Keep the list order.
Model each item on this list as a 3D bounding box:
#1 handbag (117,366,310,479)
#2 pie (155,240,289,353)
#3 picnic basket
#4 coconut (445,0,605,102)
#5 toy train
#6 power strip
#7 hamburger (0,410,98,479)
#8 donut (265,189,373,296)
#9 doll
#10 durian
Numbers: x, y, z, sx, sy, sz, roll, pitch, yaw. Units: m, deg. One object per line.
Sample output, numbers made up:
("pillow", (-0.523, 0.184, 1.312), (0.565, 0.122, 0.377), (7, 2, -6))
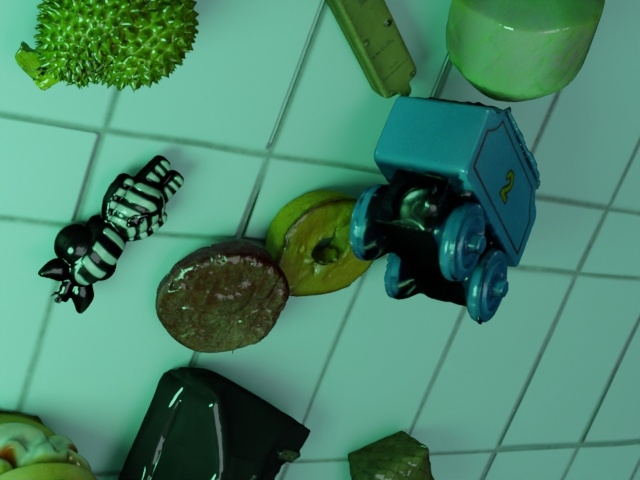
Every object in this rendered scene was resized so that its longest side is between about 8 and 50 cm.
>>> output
("handbag", (-0.152, 0.364, 1.721), (0.288, 0.152, 0.342), (20, 94, -52))
("pie", (-0.130, 0.078, 1.599), (0.182, 0.049, 0.182), (-9, 128, -12))
("picnic basket", (0.124, 0.422, 1.993), (0.138, 0.128, 0.178), (-18, 109, -26))
("coconut", (0.273, -0.304, 1.600), (0.236, 0.204, 0.236), (-14, 138, -12))
("toy train", (0.180, -0.049, 1.656), (0.265, 0.188, 0.300), (-66, 149, -18))
("power strip", (0.052, -0.296, 1.544), (0.064, 0.044, 0.305), (-42, 136, -9))
("hamburger", (-0.385, 0.369, 1.485), (0.276, 0.237, 0.276), (-22, 130, -29))
("donut", (0.000, 0.000, 1.677), (0.178, 0.065, 0.162), (4, 118, -41))
("doll", (-0.256, -0.012, 1.463), (0.219, 0.067, 0.091), (-49, 132, -10))
("durian", (-0.222, -0.238, 1.287), (0.198, 0.146, 0.159), (-15, 123, -35))
